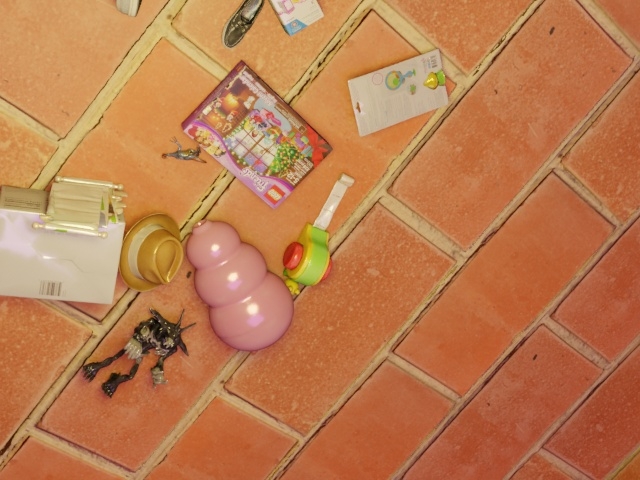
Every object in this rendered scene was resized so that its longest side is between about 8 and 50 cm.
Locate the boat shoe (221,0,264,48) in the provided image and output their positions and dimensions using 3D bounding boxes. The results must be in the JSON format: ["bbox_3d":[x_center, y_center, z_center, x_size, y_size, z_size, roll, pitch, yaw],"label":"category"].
[{"bbox_3d":[-0.166,-0.472,1.851,0.049,0.040,0.142,27,104,-26],"label":"boat shoe"}]

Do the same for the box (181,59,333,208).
[{"bbox_3d":[-0.141,-0.235,1.963,0.201,0.057,0.293,-45,119,8],"label":"box"}]

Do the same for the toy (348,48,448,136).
[{"bbox_3d":[0.175,-0.346,2.007,0.237,0.056,0.137,-20,115,-12],"label":"toy"}]

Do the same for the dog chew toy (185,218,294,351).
[{"bbox_3d":[-0.201,0.097,2.033,0.206,0.206,0.332,-29,111,-2],"label":"dog chew toy"}]

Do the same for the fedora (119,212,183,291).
[{"bbox_3d":[-0.369,0.037,1.972,0.194,0.079,0.194,-29,132,-39],"label":"fedora"}]

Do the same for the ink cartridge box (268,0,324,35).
[{"bbox_3d":[-0.061,-0.516,1.855,0.088,0.052,0.122,-31,118,0],"label":"ink cartridge box"}]

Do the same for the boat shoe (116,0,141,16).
[{"bbox_3d":[-0.395,-0.599,1.683,0.103,0.118,0.320,0,118,-3],"label":"boat shoe"}]

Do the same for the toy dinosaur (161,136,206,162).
[{"bbox_3d":[-0.312,-0.187,1.947,0.082,0.047,0.090,-15,130,11],"label":"toy dinosaur"}]

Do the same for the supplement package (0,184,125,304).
[{"bbox_3d":[-0.578,0.011,1.900,0.261,0.145,0.204,7,112,-19],"label":"supplement package"}]

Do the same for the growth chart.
[{"bbox_3d":[-0.502,-0.075,1.839,0.171,0.237,0.021,12,120,-12],"label":"growth chart"}]

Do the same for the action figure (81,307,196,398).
[{"bbox_3d":[-0.423,0.277,2.079,0.275,0.141,0.164,-33,118,5],"label":"action figure"}]

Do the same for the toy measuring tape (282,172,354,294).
[{"bbox_3d":[0.000,0.000,2.087,0.121,0.121,0.330,23,106,-25],"label":"toy measuring tape"}]
